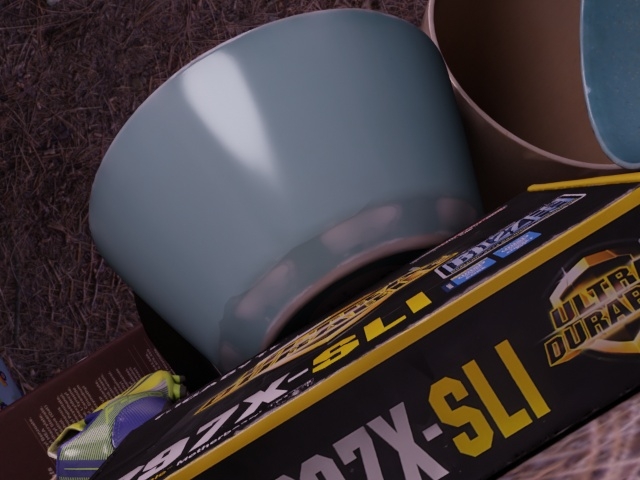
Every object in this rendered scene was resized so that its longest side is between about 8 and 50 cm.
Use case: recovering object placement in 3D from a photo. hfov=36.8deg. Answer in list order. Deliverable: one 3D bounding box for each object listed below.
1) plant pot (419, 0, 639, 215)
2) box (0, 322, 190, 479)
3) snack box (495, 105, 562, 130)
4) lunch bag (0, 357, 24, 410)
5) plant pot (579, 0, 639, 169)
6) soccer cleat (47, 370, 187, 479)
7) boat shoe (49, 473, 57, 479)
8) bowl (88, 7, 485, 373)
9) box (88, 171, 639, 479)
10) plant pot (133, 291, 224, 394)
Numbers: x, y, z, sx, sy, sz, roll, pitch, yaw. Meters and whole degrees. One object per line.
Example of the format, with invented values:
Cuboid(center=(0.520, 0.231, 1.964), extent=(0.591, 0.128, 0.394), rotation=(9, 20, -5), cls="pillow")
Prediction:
Cuboid(center=(0.178, -0.107, 0.959), extent=(0.256, 0.256, 0.274), rotation=(-33, -14, -30), cls="plant pot")
Cuboid(center=(-0.290, 0.226, 1.040), extent=(0.191, 0.143, 0.381), rotation=(-31, 3, 25), cls="box")
Cuboid(center=(0.343, -0.228, 1.039), extent=(0.321, 0.187, 0.060), rotation=(-15, -33, 36), cls="snack box")
Cuboid(center=(-0.452, 0.269, 1.291), extent=(0.138, 0.221, 0.293), rotation=(-32, 1, 17), cls="lunch bag")
Cuboid(center=(0.294, -0.179, 0.568), extent=(0.195, 0.290, 0.290), rotation=(4, 0, -2), cls="plant pot")
Cuboid(center=(-0.177, 0.169, 0.853), extent=(0.121, 0.094, 0.289), rotation=(-2, -2, -11), cls="soccer cleat")
Cuboid(center=(-0.237, 0.241, 0.815), extent=(0.059, 0.063, 0.170), rotation=(-25, 4, 18), cls="boat shoe")
Cuboid(center=(0.000, 0.000, 0.730), extent=(0.311, 0.163, 0.312), rotation=(-22, -30, -14), cls="bowl")
Cuboid(center=(0.023, 0.080, 0.515), extent=(0.322, 0.079, 0.257), rotation=(-32, 3, 2), cls="box")
Cuboid(center=(-0.074, 0.078, 0.960), extent=(0.187, 0.188, 0.167), rotation=(-33, -12, -32), cls="plant pot")
